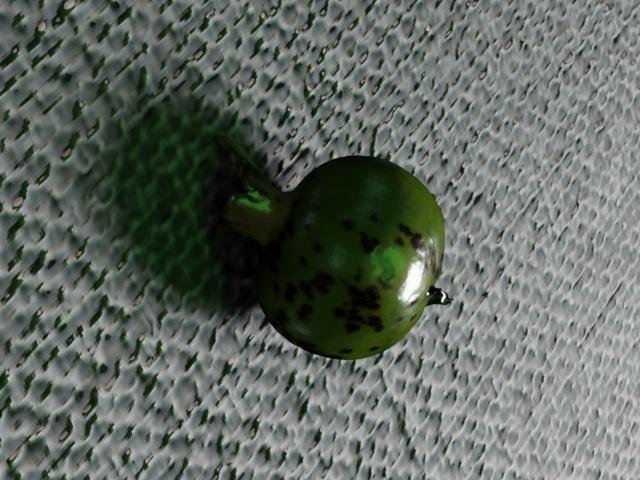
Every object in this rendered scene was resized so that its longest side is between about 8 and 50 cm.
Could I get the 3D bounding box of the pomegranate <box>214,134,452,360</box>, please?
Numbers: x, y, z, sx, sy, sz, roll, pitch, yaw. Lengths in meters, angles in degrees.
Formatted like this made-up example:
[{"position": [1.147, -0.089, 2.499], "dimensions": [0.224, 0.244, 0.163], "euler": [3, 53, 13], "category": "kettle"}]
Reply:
[{"position": [0.000, 0.000, 0.949], "dimensions": [0.161, 0.122, 0.122], "euler": [31, 62, -9], "category": "pomegranate"}]
